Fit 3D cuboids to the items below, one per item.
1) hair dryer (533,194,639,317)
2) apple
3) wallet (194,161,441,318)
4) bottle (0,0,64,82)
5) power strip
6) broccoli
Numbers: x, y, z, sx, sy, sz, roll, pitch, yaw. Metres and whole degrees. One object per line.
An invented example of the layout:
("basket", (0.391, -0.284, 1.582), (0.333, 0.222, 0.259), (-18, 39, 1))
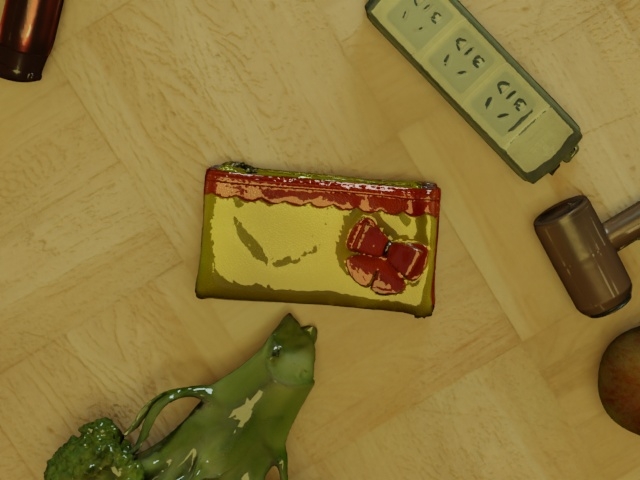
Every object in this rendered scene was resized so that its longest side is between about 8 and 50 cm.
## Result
("hair dryer", (0.314, -0.012, 1.937), (0.182, 0.064, 0.117), (-30, 101, -1))
("apple", (0.340, 0.143, 1.943), (0.126, 0.102, 0.126), (0, 101, 0))
("wallet", (0.000, 0.000, 1.927), (0.241, 0.067, 0.141), (4, 99, -2))
("bottle", (-0.277, -0.233, 1.881), (0.060, 0.060, 0.164), (14, 101, -4))
("power strip", (0.149, -0.166, 1.904), (0.078, 0.052, 0.272), (-43, 99, 7))
("broccoli", (-0.102, 0.255, 1.913), (0.302, 0.186, 0.254), (-28, 91, 10))
